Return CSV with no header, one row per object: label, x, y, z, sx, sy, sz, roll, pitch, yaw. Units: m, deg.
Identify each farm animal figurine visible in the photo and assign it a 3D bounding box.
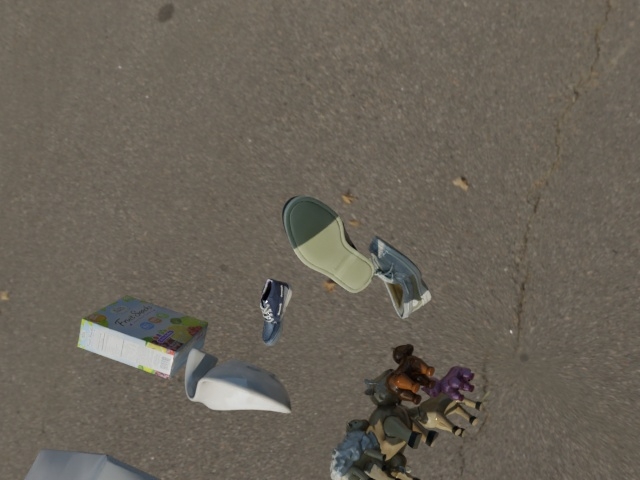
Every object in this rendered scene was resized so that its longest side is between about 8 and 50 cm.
farm animal figurine,0.162,0.362,1.162,0.172,0.330,0.327,18,71,43

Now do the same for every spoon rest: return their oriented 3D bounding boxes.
spoon rest,-0.143,0.225,0.875,0.276,0.137,0.084,-5,58,58

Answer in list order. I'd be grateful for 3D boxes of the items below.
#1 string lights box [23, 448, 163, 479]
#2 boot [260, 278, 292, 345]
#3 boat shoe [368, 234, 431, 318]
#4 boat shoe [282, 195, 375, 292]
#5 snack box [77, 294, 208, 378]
string lights box,-0.061,0.220,0.360,0.133,0.259,0.077,-21,40,48
boot,-0.147,0.204,1.636,0.069,0.086,0.190,8,80,41
boat shoe,0.200,0.103,1.508,0.103,0.320,0.118,-45,50,-7
boat shoe,0.003,-0.003,1.283,0.127,0.340,0.113,-51,45,1
snack box,-0.368,0.197,1.202,0.206,0.174,0.070,16,103,7
